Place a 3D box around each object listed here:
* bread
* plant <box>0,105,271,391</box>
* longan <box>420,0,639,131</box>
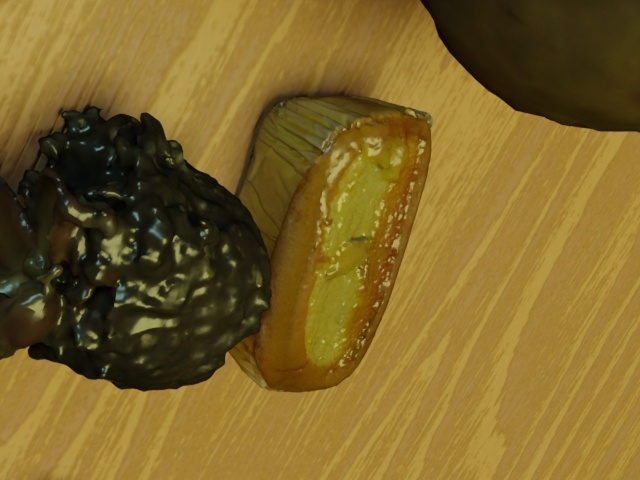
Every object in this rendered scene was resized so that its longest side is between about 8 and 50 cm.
[{"bbox_3d":[0.000,0.000,1.057,0.152,0.119,0.288,-9,125,-44],"label":"bread"},{"bbox_3d":[-0.162,0.007,0.863,0.234,0.178,0.204,28,111,-40],"label":"plant"},{"bbox_3d":[0.268,-0.285,0.863,0.436,0.404,0.404,-30,141,7],"label":"longan"}]
